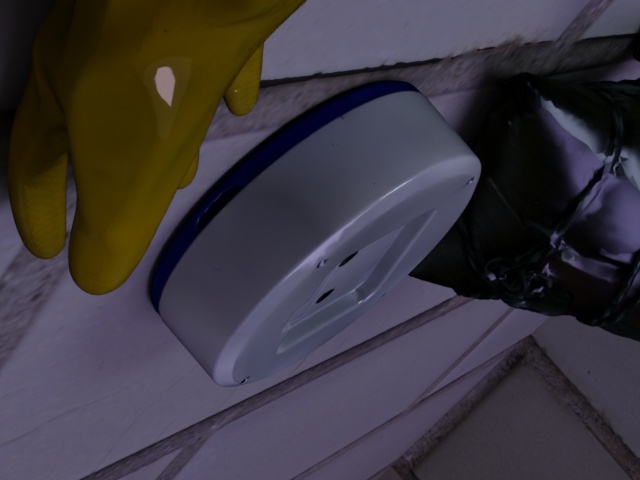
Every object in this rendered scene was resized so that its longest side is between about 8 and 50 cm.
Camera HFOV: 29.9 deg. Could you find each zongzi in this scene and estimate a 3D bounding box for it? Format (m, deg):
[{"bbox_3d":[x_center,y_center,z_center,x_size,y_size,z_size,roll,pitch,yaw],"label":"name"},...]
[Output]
[{"bbox_3d":[0.296,-0.074,1.069,0.319,0.384,0.362,129,-22,-62],"label":"zongzi"}]

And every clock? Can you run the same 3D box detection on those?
[{"bbox_3d":[0.000,0.000,0.798,0.230,0.083,0.230,-36,162,-13],"label":"clock"}]

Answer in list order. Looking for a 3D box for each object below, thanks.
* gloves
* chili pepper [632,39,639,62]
[{"bbox_3d":[-0.053,-0.069,0.456,0.133,0.116,0.294,-26,167,-23],"label":"gloves"},{"bbox_3d":[0.338,-0.195,1.117,0.073,0.050,0.182,-42,169,-21],"label":"chili pepper"}]
